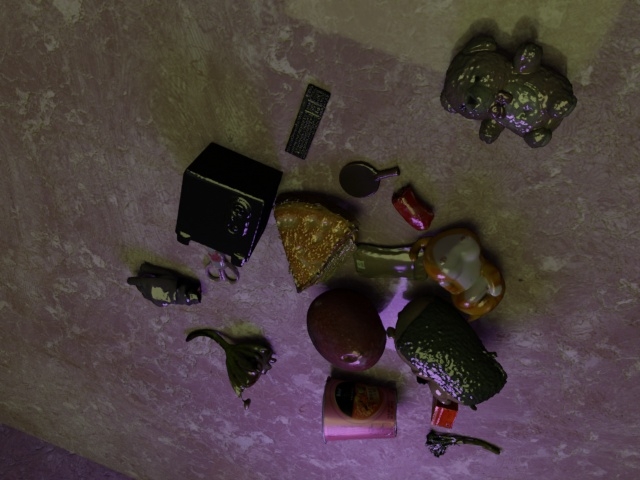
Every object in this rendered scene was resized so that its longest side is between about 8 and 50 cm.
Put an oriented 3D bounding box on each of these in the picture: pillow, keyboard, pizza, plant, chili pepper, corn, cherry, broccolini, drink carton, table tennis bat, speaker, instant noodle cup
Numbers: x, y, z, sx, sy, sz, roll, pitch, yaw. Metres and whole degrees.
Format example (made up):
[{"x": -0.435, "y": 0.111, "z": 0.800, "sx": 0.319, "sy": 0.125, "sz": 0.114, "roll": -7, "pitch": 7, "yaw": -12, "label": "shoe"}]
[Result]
[{"x": 0.203, "y": 0.068, "z": 1.576, "sx": 0.217, "sy": 0.033, "sz": 0.130, "roll": 0, "pitch": 128, "yaw": 19, "label": "pillow"}, {"x": -0.035, "y": -0.299, "z": 1.390, "sx": 0.061, "sy": 0.013, "sz": 0.204, "roll": 25, "pitch": 130, "yaw": -1, "label": "keyboard"}, {"x": 0.000, "y": 0.000, "z": 1.514, "sx": 0.251, "sy": 0.074, "sz": 0.288, "roll": -6, "pitch": 103, "yaw": 33, "label": "pizza"}, {"x": -0.335, "y": 0.418, "z": 1.954, "sx": 0.333, "sy": 0.180, "sz": 0.251, "roll": 33, "pitch": 119, "yaw": -3, "label": "plant"}, {"x": 0.245, "y": -0.081, "z": 1.427, "sx": 0.123, "sy": 0.070, "sz": 0.073, "roll": 44, "pitch": 111, "yaw": -13, "label": "chili pepper"}, {"x": 0.044, "y": 0.042, "z": 1.586, "sx": 0.087, "sy": 0.087, "sz": 0.211, "roll": 38, "pitch": 123, "yaw": -11, "label": "corn"}, {"x": 0.083, "y": 0.270, "z": 1.627, "sx": 0.221, "sy": 0.307, "sz": 0.261, "roll": -37, "pitch": 109, "yaw": -7, "label": "cherry"}, {"x": 0.519, "y": 0.773, "z": 2.001, "sx": 0.271, "sy": 0.062, "sz": 0.123, "roll": 6, "pitch": 138, "yaw": 11, "label": "broccolini"}, {"x": 0.391, "y": 0.458, "z": 1.687, "sx": 0.071, "sy": 0.223, "sz": 0.096, "roll": 11, "pitch": 130, "yaw": 9, "label": "drink carton"}, {"x": 0.113, "y": -0.135, "z": 1.396, "sx": 0.170, "sy": 0.119, "sz": 0.107, "roll": -11, "pitch": 122, "yaw": 28, "label": "table tennis bat"}, {"x": -0.263, "y": -0.097, "z": 1.517, "sx": 0.232, "sy": 0.184, "sz": 0.254, "roll": 23, "pitch": 129, "yaw": 1, "label": "speaker"}, {"x": 0.142, "y": 0.599, "z": 1.903, "sx": 0.255, "sy": 0.244, "sz": 0.244, "roll": 0, "pitch": 126, "yaw": 9, "label": "instant noodle cup"}]

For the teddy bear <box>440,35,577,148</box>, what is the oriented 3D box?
[{"x": 0.393, "y": -0.311, "z": 1.145, "sx": 0.267, "sy": 0.151, "sz": 0.236, "roll": 20, "pitch": 137, "yaw": -2, "label": "teddy bear"}]

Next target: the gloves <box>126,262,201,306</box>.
[{"x": -0.540, "y": 0.157, "z": 1.870, "sx": 0.285, "sy": 0.119, "sz": 0.142, "roll": 7, "pitch": 97, "yaw": 18, "label": "gloves"}]

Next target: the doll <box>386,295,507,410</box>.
[{"x": 0.357, "y": 0.327, "z": 1.556, "sx": 0.349, "sy": 0.247, "sz": 0.247, "roll": 40, "pitch": 130, "yaw": 8, "label": "doll"}]

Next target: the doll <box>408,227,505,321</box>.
[{"x": 0.386, "y": 0.090, "z": 1.450, "sx": 0.166, "sy": 0.162, "sz": 0.270, "roll": -41, "pitch": 102, "yaw": 0, "label": "doll"}]

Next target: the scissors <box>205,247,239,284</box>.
[{"x": -0.336, "y": 0.047, "z": 1.750, "sx": 0.118, "sy": 0.030, "sz": 0.242, "roll": 5, "pitch": 131, "yaw": 16, "label": "scissors"}]
